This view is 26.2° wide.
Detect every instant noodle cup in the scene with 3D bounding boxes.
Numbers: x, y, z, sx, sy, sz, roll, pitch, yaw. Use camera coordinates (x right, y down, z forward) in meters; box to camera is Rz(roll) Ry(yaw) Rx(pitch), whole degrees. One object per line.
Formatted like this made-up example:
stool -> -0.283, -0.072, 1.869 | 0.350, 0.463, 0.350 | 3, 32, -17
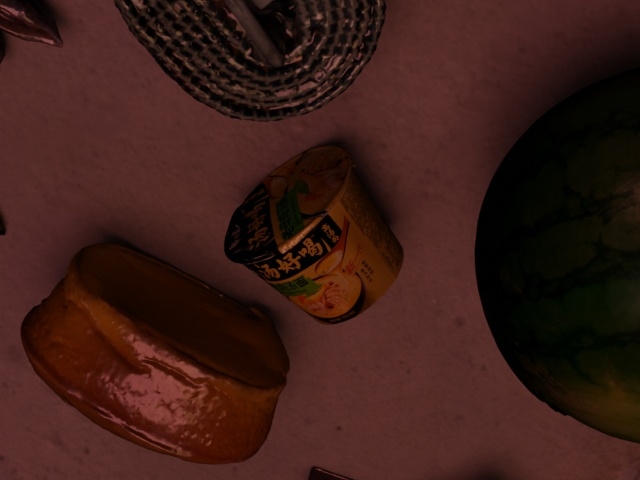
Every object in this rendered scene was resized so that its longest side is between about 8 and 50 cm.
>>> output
instant noodle cup -> 0.000, 0.000, 1.326 | 0.151, 0.151, 0.122 | -30, 122, 21

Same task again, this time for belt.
belt -> -0.070, -0.239, 1.152 | 0.207, 0.160, 0.295 | -25, 128, 8

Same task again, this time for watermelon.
watermelon -> 0.313, 0.012, 1.175 | 0.363, 0.363, 0.363 | 3, 118, 6

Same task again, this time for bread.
bread -> -0.163, 0.118, 1.378 | 0.270, 0.195, 0.142 | 30, 111, -4

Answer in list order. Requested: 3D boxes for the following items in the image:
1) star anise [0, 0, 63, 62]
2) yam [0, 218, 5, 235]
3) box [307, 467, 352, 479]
star anise -> -0.328, -0.255, 1.262 | 0.230, 0.081, 0.262 | 32, 129, -9
yam -> -0.353, -0.056, 1.404 | 0.033, 0.027, 0.129 | -15, 116, 17
box -> 0.017, 0.303, 1.528 | 0.085, 0.060, 0.063 | 18, 127, -3
